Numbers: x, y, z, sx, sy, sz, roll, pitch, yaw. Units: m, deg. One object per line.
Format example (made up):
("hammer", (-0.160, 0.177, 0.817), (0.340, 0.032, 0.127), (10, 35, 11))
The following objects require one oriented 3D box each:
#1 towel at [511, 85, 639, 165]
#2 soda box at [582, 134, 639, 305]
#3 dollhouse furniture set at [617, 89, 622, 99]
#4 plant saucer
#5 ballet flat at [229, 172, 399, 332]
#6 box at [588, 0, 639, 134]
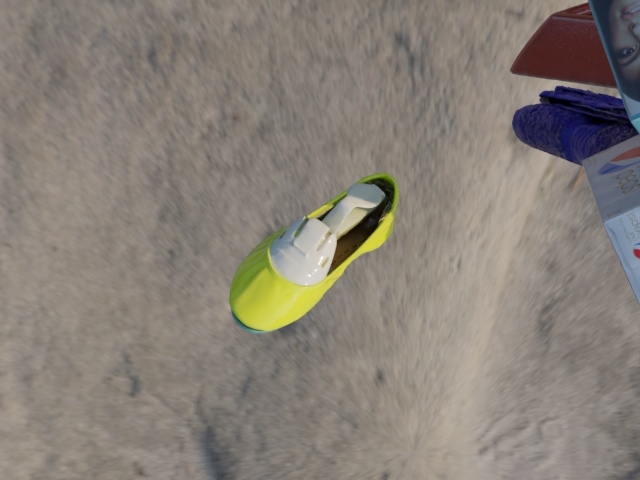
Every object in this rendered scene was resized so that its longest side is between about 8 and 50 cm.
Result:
("towel", (0.335, -0.073, 1.458), (0.228, 0.308, 0.076), (14, 98, -23))
("soda box", (0.238, -0.022, 1.164), (0.074, 0.216, 0.069), (-24, 100, 10))
("dollhouse furniture set", (0.432, -0.155, 1.791), (0.198, 0.303, 0.286), (-32, 107, 5))
("plant saucer", (0.324, -0.174, 1.290), (0.258, 0.259, 0.047), (-21, 111, -31))
("ballet flat", (0.000, 0.000, 1.481), (0.077, 0.077, 0.231), (41, 43, 12))
("box", (0.159, -0.156, 0.732), (0.100, 0.060, 0.244), (-25, 56, 20))
